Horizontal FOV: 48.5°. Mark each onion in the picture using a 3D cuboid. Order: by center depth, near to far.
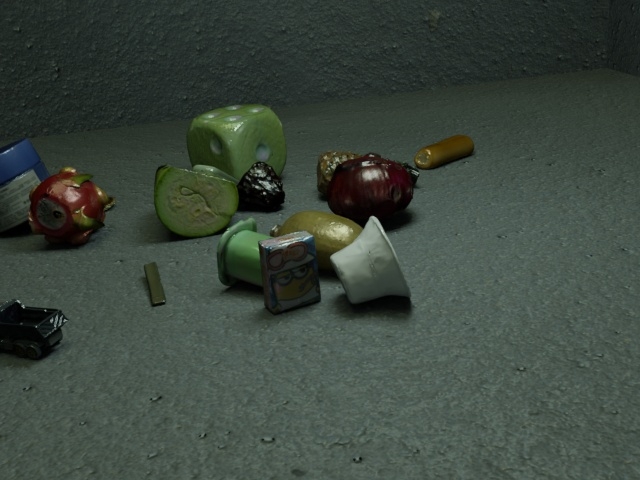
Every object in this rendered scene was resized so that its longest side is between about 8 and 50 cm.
[{"bbox_3d":[0.136,-0.144,1.944,0.246,0.190,0.246,-1,4,0],"label":"onion"}]

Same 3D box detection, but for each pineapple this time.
[{"bbox_3d":[0.146,-0.208,2.183,0.309,0.141,0.170,-1,-8,-6],"label":"pineapple"}]

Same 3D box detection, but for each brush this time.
[{"bbox_3d":[-0.392,0.107,1.683,0.034,0.028,0.190,-16,30,-13],"label":"brush"}]

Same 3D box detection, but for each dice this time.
[{"bbox_3d":[-0.280,-0.309,2.391,0.249,0.255,0.252,13,30,42],"label":"dice"}]

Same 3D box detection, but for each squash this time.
[{"bbox_3d":[-0.371,-0.150,2.083,0.233,0.210,0.309,12,22,-15],"label":"squash"}]

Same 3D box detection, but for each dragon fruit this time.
[{"bbox_3d":[-0.726,-0.096,2.060,0.224,0.224,0.227,1,20,18],"label":"dragon fruit"}]

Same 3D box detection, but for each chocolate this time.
[{"bbox_3d":[-0.163,-0.144,2.151,0.133,0.156,0.156,37,41,23],"label":"chocolate"}]

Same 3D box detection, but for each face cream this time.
[{"bbox_3d":[-0.969,-0.167,2.215,0.248,0.225,0.249,-20,21,8],"label":"face cream"}]

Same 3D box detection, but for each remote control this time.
[{"bbox_3d":[-0.286,-0.175,2.146,0.090,0.038,0.309,9,-6,19],"label":"remote control"}]

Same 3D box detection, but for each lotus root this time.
[{"bbox_3d":[-0.002,-0.001,1.694,0.303,0.131,0.146,11,26,37],"label":"lotus root"}]

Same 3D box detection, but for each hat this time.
[{"bbox_3d":[0.097,0.059,1.496,0.126,0.203,0.203,-24,23,-4],"label":"hat"}]

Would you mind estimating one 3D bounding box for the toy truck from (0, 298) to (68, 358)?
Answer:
[{"bbox_3d":[-0.618,0.180,1.463,0.192,0.092,0.083,2,24,22],"label":"toy truck"}]

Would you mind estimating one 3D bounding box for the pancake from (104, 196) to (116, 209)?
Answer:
[{"bbox_3d":[-0.807,-0.117,2.324,0.257,0.056,0.212,6,25,29],"label":"pancake"}]

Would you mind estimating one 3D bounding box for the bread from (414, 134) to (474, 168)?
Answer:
[{"bbox_3d":[0.424,-0.306,2.434,0.239,0.074,0.092,-23,32,-35],"label":"bread"}]

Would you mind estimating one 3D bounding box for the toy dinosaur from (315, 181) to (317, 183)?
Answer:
[{"bbox_3d":[0.025,-0.188,2.318,0.083,0.021,0.062,-5,9,7],"label":"toy dinosaur"}]

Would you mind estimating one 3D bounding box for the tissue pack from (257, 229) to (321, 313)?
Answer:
[{"bbox_3d":[-0.066,0.067,1.510,0.115,0.155,0.065,-15,24,-22],"label":"tissue pack"}]

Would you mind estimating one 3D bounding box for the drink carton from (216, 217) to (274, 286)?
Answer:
[{"bbox_3d":[-0.138,0.045,1.623,0.142,0.146,0.144,17,30,29],"label":"drink carton"}]
